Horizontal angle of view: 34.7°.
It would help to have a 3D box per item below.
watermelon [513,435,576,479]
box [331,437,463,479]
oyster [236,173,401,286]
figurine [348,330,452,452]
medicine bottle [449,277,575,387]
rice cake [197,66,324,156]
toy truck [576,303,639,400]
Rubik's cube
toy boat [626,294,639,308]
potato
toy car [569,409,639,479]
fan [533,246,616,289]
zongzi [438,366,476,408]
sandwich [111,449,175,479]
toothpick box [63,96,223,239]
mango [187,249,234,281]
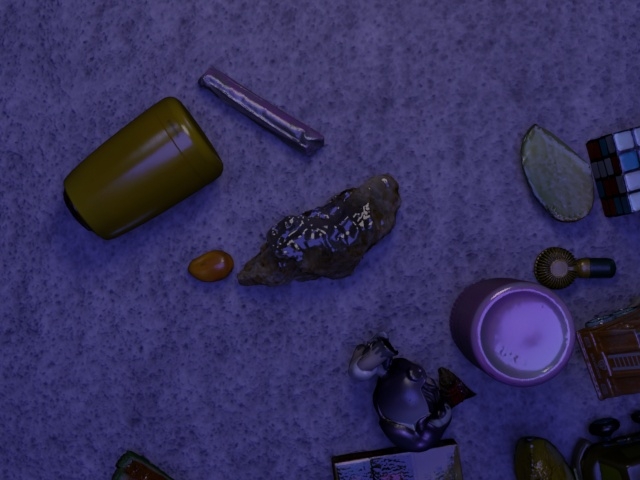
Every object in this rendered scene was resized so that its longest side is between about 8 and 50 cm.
[{"bbox_3d":[0.412,0.498,1.886,0.123,0.129,0.301,-9,90,28],"label":"watermelon"},{"bbox_3d":[0.149,0.468,1.920,0.240,0.071,0.159,-9,92,-1],"label":"box"},{"bbox_3d":[-0.001,-0.003,1.902,0.341,0.110,0.166,-17,89,-1],"label":"oyster"},{"bbox_3d":[0.146,0.284,1.876,0.145,0.145,0.222,-44,93,-2],"label":"figurine"},{"bbox_3d":[0.331,0.155,1.817,0.178,0.290,0.178,0,89,-1],"label":"medicine bottle"},{"bbox_3d":[-0.112,-0.243,1.930,0.270,0.055,0.049,32,84,1],"label":"rice cake"},{"bbox_3d":[0.594,0.157,1.718,0.305,0.162,0.136,-18,89,-28],"label":"toy truck"},{"bbox_3d":[0.604,-0.137,1.900,0.154,0.151,0.155,-15,89,-3],"label":"Rubik's cube"},{"bbox_3d":[0.701,0.191,1.911,0.269,0.141,0.141,38,89,-3],"label":"toy boat"},{"bbox_3d":[0.443,-0.125,1.945,0.119,0.054,0.198,-37,86,-1],"label":"potato"},{"bbox_3d":[0.601,0.425,1.867,0.248,0.198,0.204,-15,89,-2],"label":"toy car"},{"bbox_3d":[0.486,0.052,1.949,0.155,0.039,0.082,-1,89,-2],"label":"fan"},{"bbox_3d":[0.262,0.285,1.942,0.073,0.067,0.083,-10,108,-13],"label":"zongzi"},{"bbox_3d":[-0.277,0.493,1.874,0.235,0.159,0.079,41,83,-21],"label":"sandwich"},{"bbox_3d":[-0.329,-0.122,1.866,0.271,0.175,0.175,-34,90,2],"label":"toothpick box"},{"bbox_3d":[-0.207,0.049,1.930,0.089,0.046,0.060,-6,87,11],"label":"mango"}]
